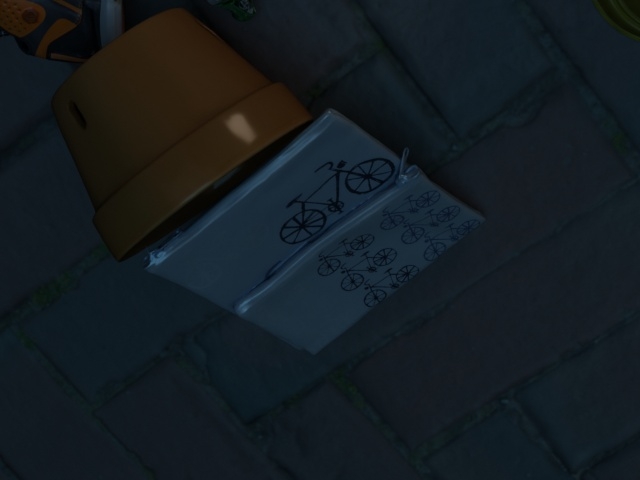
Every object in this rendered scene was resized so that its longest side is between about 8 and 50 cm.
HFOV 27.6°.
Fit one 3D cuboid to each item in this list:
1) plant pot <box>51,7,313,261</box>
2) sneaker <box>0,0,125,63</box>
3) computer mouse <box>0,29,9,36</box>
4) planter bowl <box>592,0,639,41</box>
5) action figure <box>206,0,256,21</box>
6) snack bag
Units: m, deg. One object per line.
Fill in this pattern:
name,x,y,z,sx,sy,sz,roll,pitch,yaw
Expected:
plant pot,-0.184,-0.138,1.554,0.291,0.291,0.203,-37,91,17
sneaker,-0.324,-0.361,1.518,0.180,0.124,0.321,-1,111,-5
computer mouse,-0.432,-0.225,1.642,0.071,0.041,0.242,39,110,-12
planter bowl,0.424,-0.322,1.522,0.217,0.090,0.217,1,114,2
action figure,-0.136,-0.361,1.536,0.063,0.137,0.232,7,134,46
snack bag,0.000,0.000,1.628,0.323,0.037,0.342,-38,139,17
